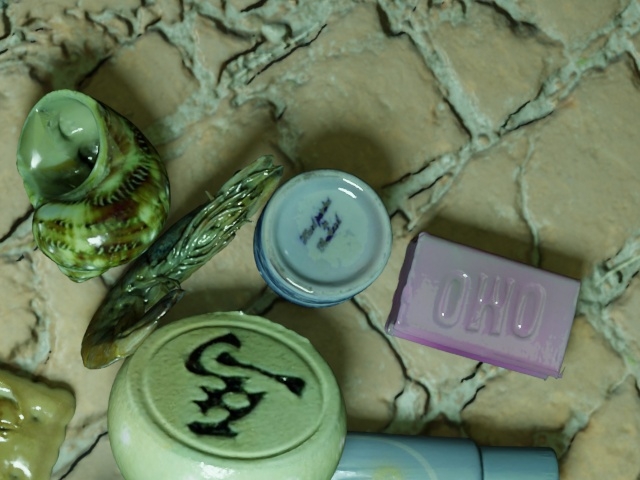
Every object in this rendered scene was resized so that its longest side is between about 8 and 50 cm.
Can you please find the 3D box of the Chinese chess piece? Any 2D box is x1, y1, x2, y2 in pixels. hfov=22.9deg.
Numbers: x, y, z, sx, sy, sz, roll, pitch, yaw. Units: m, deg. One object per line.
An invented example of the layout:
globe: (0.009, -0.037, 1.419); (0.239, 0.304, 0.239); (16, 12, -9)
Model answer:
Chinese chess piece: (-0.096, 0.184, 1.641); (0.250, 0.101, 0.250); (8, 40, -7)

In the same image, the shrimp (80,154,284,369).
shrimp: (-0.145, 0.029, 1.657); (0.296, 0.169, 0.058); (-44, 112, 6)

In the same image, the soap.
soap: (0.185, 0.075, 1.791); (0.203, 0.065, 0.122); (16, 79, -9)

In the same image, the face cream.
face cream: (0.069, 0.262, 1.735); (0.385, 0.086, 0.136); (1, 90, -6)

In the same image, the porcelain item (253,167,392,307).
porcelain item: (0.000, 0.000, 1.740); (0.147, 0.114, 0.147); (1, 81, -9)

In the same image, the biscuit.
biscuit: (-0.440, 0.203, 1.663); (0.325, 0.044, 0.217); (23, 77, -7)

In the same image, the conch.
conch: (-0.249, -0.050, 1.701); (0.187, 0.124, 0.181); (32, 88, 23)
